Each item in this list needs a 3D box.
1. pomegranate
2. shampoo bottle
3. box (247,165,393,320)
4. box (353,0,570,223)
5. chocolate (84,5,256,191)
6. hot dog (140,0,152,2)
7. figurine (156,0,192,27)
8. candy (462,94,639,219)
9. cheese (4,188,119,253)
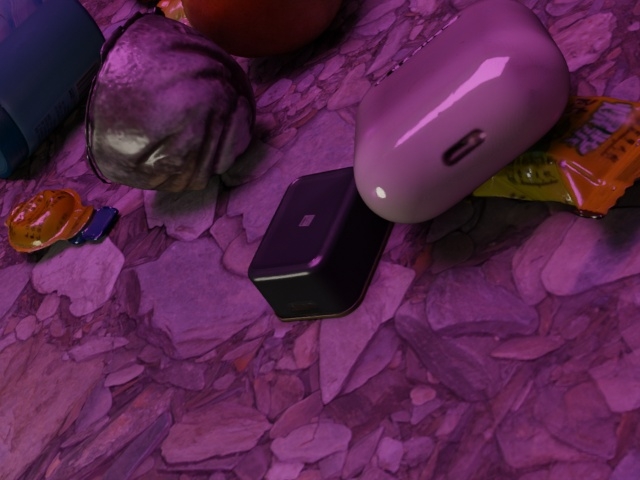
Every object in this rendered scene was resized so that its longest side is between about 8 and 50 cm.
[{"bbox_3d":[-0.106,-0.466,1.879,0.319,0.319,0.319,-25,36,19],"label":"pomegranate"},{"bbox_3d":[-0.671,-0.364,2.237,0.331,0.331,0.342,9,53,48],"label":"shampoo bottle"},{"bbox_3d":[0.000,0.000,1.393,0.145,0.090,0.201,-8,44,38],"label":"box"},{"bbox_3d":[0.167,-0.170,1.323,0.289,0.141,0.349,-40,15,18],"label":"box"},{"bbox_3d":[-0.217,-0.206,1.707,0.213,0.303,0.303,17,55,15],"label":"chocolate"},{"bbox_3d":[-0.375,-0.698,2.513,0.267,0.174,0.387,-44,25,-13],"label":"hot dog"},{"bbox_3d":[-0.255,-0.410,2.106,0.156,0.131,0.246,117,147,-40],"label":"figurine"},{"bbox_3d":[0.282,-0.103,1.261,0.187,0.081,0.297,-47,28,-16],"label":"candy"},{"bbox_3d":[-0.469,-0.034,1.893,0.250,0.064,0.156,6,53,34],"label":"cheese"}]
